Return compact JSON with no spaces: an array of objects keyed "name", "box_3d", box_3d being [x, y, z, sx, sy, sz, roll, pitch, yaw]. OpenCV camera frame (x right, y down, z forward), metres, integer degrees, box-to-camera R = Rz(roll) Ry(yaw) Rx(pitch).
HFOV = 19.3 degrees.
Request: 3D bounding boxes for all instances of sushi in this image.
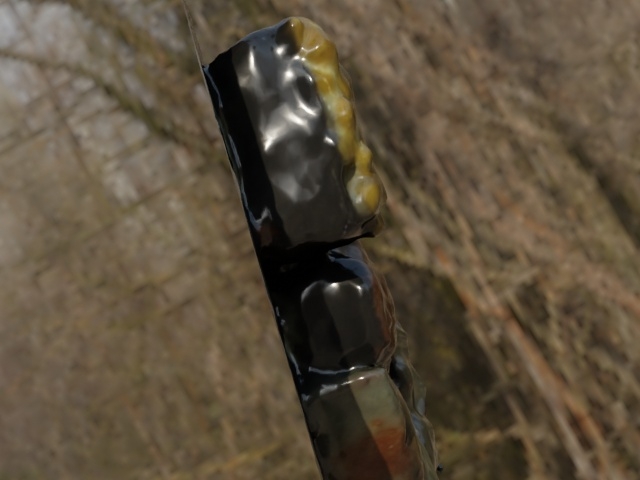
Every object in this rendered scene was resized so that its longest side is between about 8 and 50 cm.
[{"name":"sushi","box_3d":[0.000,0.000,0.780,0.059,0.292,0.294,-17,-15,-1]}]
